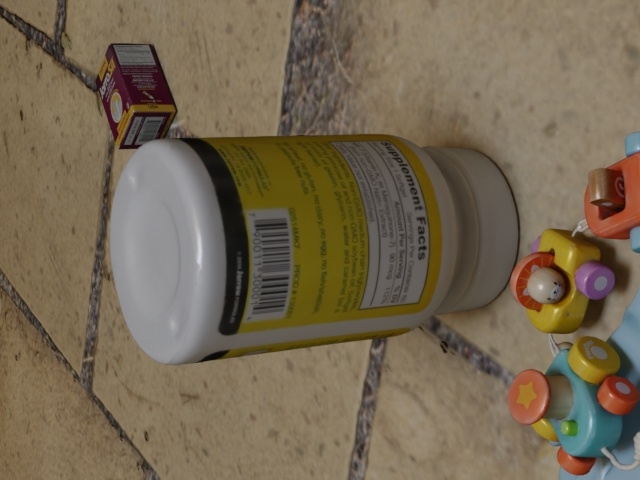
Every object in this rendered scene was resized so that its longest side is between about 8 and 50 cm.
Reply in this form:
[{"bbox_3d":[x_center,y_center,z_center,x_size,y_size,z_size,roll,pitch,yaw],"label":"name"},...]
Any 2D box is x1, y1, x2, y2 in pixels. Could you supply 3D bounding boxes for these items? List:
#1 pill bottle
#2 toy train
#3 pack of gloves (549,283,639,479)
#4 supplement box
[{"bbox_3d":[0.000,0.000,0.657,0.119,0.208,0.119,10,101,57],"label":"pill bottle"},{"bbox_3d":[0.131,0.034,0.576,0.125,0.046,0.166,158,116,-67],"label":"toy train"},{"bbox_3d":[0.179,0.095,0.535,0.195,0.046,0.232,51,134,42],"label":"pack of gloves"},{"bbox_3d":[-0.169,-0.131,1.072,0.055,0.043,0.083,-58,46,45],"label":"supplement box"}]
